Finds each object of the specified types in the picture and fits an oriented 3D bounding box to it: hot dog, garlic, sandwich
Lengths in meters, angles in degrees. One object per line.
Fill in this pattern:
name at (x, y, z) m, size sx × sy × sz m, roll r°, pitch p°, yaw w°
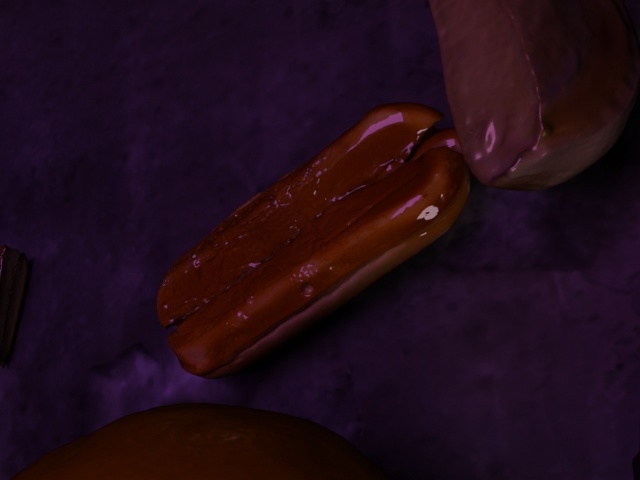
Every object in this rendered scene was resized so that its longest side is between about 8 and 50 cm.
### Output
hot dog at (0.000, 0.000, 0.757) m, size 0.235 × 0.062 × 0.092 m, roll -32°, pitch 59°, yaw 26°
garlic at (0.111, -0.106, 0.685) m, size 0.087 × 0.101 × 0.196 m, roll -34°, pitch 53°, yaw 40°
sandwich at (-0.233, 0.045, 0.927) m, size 0.044 × 0.031 × 0.083 m, roll 5°, pitch 79°, yaw 34°

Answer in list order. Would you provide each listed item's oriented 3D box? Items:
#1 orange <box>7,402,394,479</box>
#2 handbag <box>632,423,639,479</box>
orange at (-0.052, 0.214, 0.623) m, size 0.279 × 0.235 × 0.279 m, roll -6°, pitch 73°, yaw 19°
handbag at (0.247, 0.110, 0.526) m, size 0.253 × 0.093 × 0.308 m, roll -15°, pitch 67°, yaw 30°
